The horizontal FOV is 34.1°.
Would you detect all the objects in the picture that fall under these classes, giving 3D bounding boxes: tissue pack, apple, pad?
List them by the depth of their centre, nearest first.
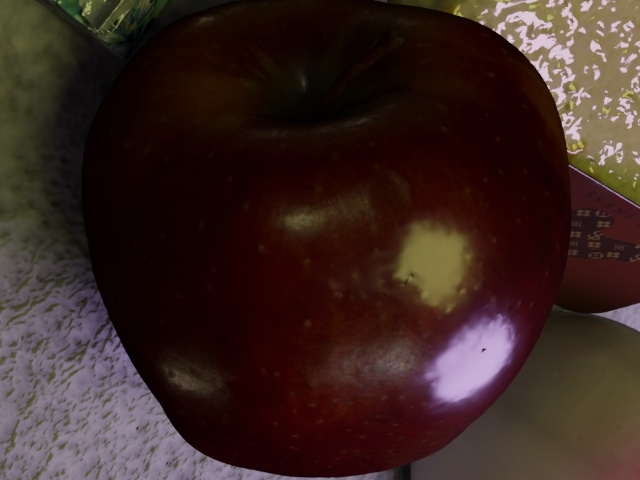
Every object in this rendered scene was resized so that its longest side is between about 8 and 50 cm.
[{"bbox_3d":[-0.111,-0.170,0.588,0.111,0.079,0.085,-55,136,-2],"label":"tissue pack"},{"bbox_3d":[0.000,0.000,0.634,0.288,0.288,0.317,-34,150,-22],"label":"apple"},{"bbox_3d":[0.195,0.002,0.854,0.267,0.181,0.004,25,60,-29],"label":"pad"}]

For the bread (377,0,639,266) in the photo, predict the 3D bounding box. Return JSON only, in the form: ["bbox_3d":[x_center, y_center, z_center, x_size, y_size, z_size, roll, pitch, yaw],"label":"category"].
[{"bbox_3d":[0.210,-0.159,0.789,0.236,0.165,0.375,-44,137,7],"label":"bread"}]

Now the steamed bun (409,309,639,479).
[{"bbox_3d":[0.254,0.228,0.969,0.309,0.309,0.309,-19,124,-31],"label":"steamed bun"}]
